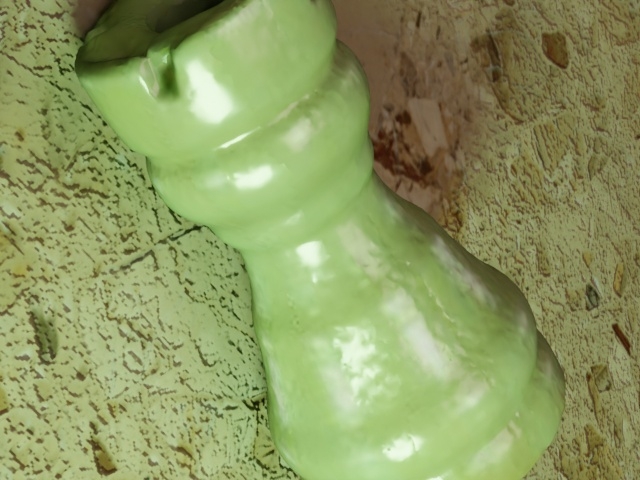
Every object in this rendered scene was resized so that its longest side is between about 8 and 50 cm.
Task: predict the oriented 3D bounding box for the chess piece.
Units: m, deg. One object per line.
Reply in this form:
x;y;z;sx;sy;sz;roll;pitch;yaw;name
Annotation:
0.000;0.000;1.081;0.234;0.234;0.442;-53;126;-35;chess piece
